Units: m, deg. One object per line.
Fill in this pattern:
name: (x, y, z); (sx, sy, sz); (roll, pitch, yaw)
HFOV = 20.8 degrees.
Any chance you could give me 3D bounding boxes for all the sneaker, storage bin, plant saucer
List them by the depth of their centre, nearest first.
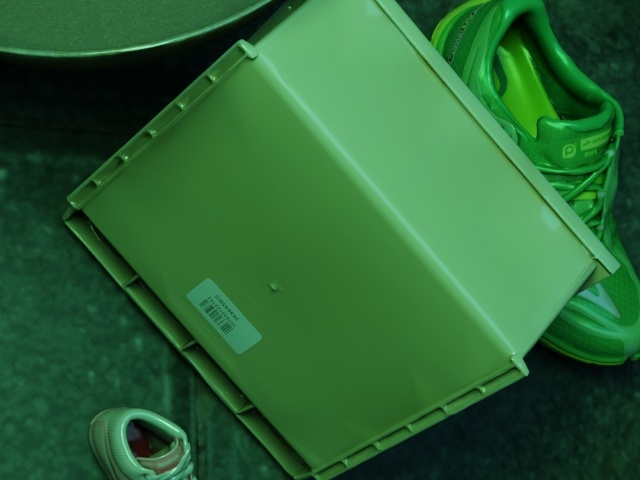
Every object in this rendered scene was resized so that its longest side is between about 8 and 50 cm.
plant saucer: (-0.131, -0.203, 1.062); (0.311, 0.050, 0.310); (-2, 49, 2)
storage bin: (0.000, 0.000, 1.130); (0.262, 0.260, 0.123); (49, 47, -6)
sneaker: (-0.101, 0.166, 1.146); (0.051, 0.070, 0.134); (-35, 93, -28)
sneaker: (0.167, -0.044, 1.279); (0.109, 0.123, 0.295); (-23, 87, -26)
